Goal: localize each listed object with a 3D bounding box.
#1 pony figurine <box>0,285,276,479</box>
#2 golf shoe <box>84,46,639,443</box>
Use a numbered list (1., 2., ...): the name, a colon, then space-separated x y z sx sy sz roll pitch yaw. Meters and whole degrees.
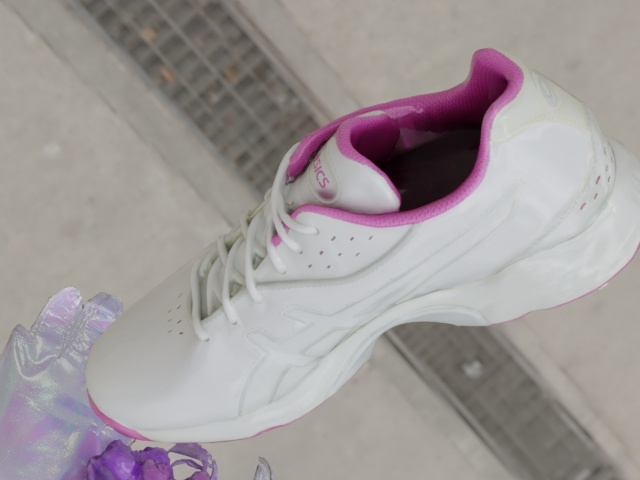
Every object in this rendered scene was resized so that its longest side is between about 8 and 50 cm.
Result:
1. pony figurine: -0.125 0.242 1.205 0.303 0.363 0.351 46 63 -26
2. golf shoe: 0.000 0.000 0.882 0.306 0.115 0.140 -26 139 16
